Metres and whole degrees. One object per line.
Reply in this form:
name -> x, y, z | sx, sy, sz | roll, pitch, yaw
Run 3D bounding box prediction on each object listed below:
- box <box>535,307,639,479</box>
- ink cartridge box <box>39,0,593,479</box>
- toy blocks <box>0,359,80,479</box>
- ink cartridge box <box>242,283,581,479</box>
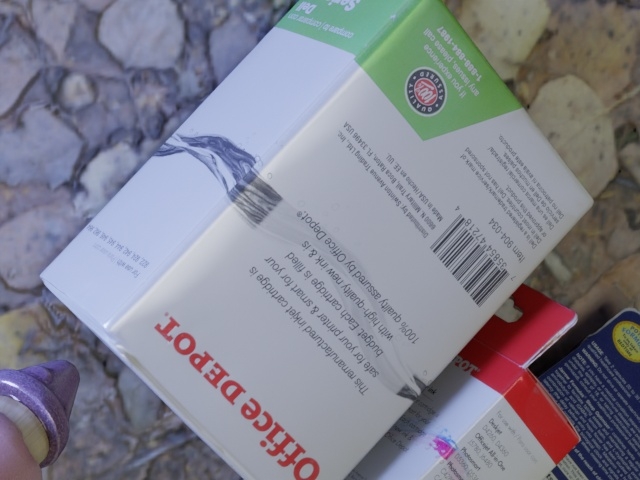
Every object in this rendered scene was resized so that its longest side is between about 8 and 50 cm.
box -> 0.168, 0.162, 1.299 | 0.225, 0.036, 0.136 | -36, 81, -13
ink cartridge box -> 0.000, 0.000, 1.145 | 0.273, 0.115, 0.198 | -47, 122, -8
toy blocks -> -0.256, 0.157, 1.026 | 0.260, 0.309, 0.288 | -48, 143, -47
ink cartridge box -> 0.067, 0.130, 1.216 | 0.231, 0.134, 0.078 | -44, 121, -9
